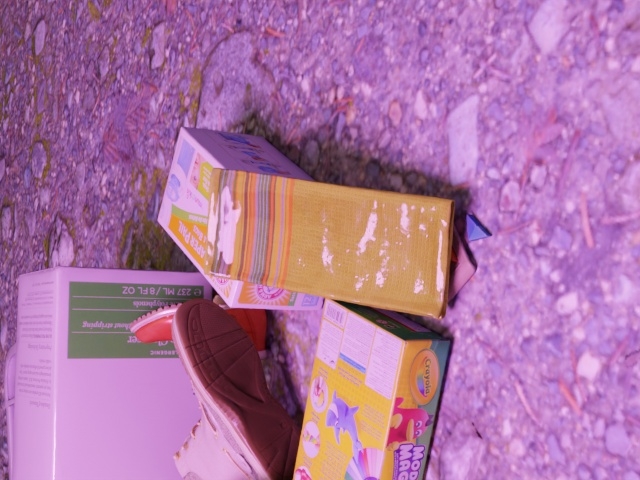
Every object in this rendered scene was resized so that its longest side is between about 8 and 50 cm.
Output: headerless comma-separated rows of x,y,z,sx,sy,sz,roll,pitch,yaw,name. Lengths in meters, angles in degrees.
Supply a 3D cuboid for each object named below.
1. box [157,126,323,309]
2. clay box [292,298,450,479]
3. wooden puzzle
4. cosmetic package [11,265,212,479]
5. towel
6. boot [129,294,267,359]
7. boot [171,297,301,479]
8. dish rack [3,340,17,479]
-0.072,-0.024,1.047,0.203,0.103,0.114,42,121,51,box
0.037,0.172,0.903,0.127,0.053,0.222,26,110,56,clay box
0.095,0.017,0.866,0.116,0.014,0.078,-60,41,33,wooden puzzle
-0.243,0.218,1.203,0.155,0.197,0.365,-10,80,57,cosmetic package
0.000,0.000,0.886,0.237,0.021,0.102,9,104,30,towel
-0.130,0.104,1.113,0.158,0.059,0.084,-10,87,18,boot
-0.110,0.177,1.068,0.213,0.077,0.165,58,142,7,boot
-0.393,0.297,1.542,0.285,0.072,0.332,-30,62,51,dish rack
